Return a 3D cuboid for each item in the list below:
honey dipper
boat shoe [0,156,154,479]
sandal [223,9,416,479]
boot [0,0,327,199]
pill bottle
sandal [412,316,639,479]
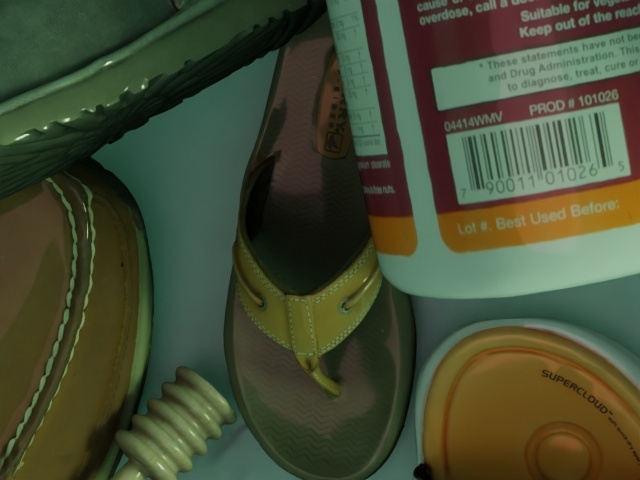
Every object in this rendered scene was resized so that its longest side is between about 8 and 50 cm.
[{"bbox_3d":[-0.093,0.113,0.516,0.030,0.030,0.161,40,73,7],"label":"honey dipper"},{"bbox_3d":[-0.167,0.111,0.532,0.122,0.120,0.324,29,105,9],"label":"boat shoe"},{"bbox_3d":[0.000,0.000,0.505,0.072,0.049,0.180,9,100,13],"label":"sandal"},{"bbox_3d":[-0.116,-0.127,0.469,0.189,0.076,0.209,-31,89,-21],"label":"boot"},{"bbox_3d":[0.057,-0.101,0.436,0.121,0.121,0.221,-9,96,17],"label":"pill bottle"},{"bbox_3d":[0.087,0.159,0.491,0.101,0.076,0.265,-6,97,16],"label":"sandal"}]
